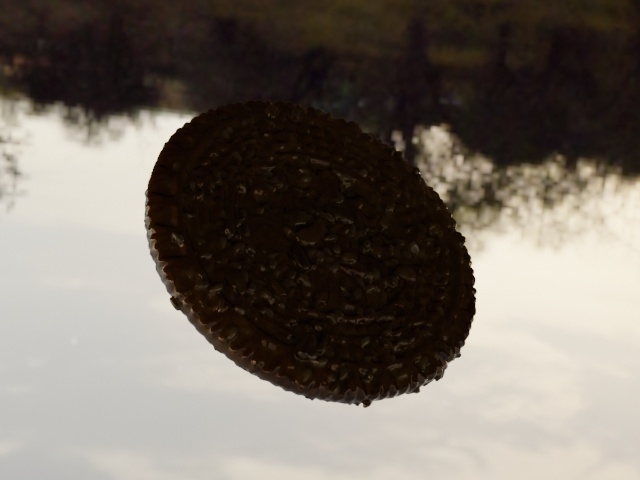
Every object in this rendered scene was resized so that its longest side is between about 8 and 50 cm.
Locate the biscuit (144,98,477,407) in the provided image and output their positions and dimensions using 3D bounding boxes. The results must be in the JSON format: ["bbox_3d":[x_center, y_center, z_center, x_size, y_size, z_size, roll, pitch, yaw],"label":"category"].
[{"bbox_3d":[0.000,0.000,1.131,0.305,0.305,0.038,2,145,-30],"label":"biscuit"}]
